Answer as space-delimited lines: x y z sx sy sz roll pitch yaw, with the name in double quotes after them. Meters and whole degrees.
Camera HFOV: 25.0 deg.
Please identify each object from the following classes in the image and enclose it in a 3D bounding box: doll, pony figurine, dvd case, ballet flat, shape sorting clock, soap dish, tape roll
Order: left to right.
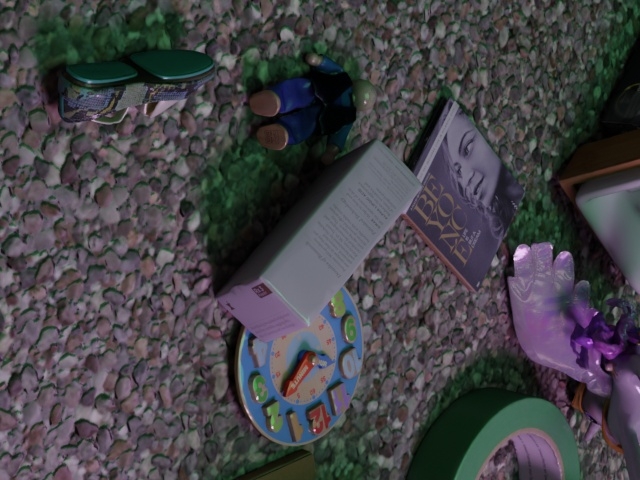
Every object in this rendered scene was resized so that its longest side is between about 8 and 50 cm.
-0.185 -0.149 1.421 0.188 0.070 0.070 -12 106 -44 "ballet flat"
-0.019 0.135 1.660 0.206 0.040 0.206 -12 106 -46 "shape sorting clock"
-0.001 -0.147 1.622 0.189 0.046 0.129 -24 105 -49 "doll"
0.182 -0.057 1.860 0.221 0.018 0.164 45 65 -42 "dvd case"
0.235 0.362 1.954 0.321 0.077 0.321 -11 105 -45 "tape roll"
0.418 0.175 1.942 0.303 0.363 0.350 -4 109 -9 "pony figurine"
0.503 -0.052 2.067 0.291 0.229 0.118 47 37 -42 "soap dish"

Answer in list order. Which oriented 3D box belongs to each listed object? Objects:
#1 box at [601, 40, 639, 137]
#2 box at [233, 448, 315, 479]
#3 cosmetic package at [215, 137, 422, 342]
0.602 -0.189 2.237 0.395 0.097 0.318 48 66 -41 "box"
-0.078 0.347 1.650 0.201 0.021 0.164 -17 109 -45 "box"
0.000 0.000 1.585 0.085 0.117 0.231 45 62 -11 "cosmetic package"
